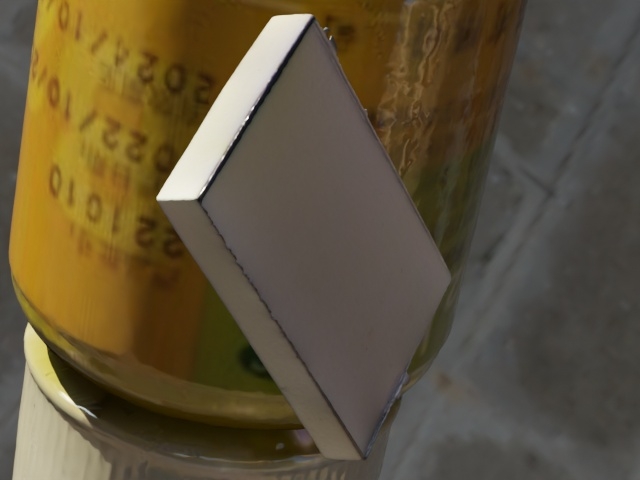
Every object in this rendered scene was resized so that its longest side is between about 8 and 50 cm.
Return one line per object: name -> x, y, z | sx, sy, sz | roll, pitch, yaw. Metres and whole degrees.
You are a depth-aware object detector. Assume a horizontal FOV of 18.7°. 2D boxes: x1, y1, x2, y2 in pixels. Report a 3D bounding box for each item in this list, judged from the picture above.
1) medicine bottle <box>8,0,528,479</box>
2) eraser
medicine bottle -> -0.038, -0.011, 0.941 | 0.224, 0.384, 0.224 | 10, 26, -5
eraser -> 0.000, 0.000, 0.758 | 0.150, 0.023, 0.104 | 60, 45, -37
